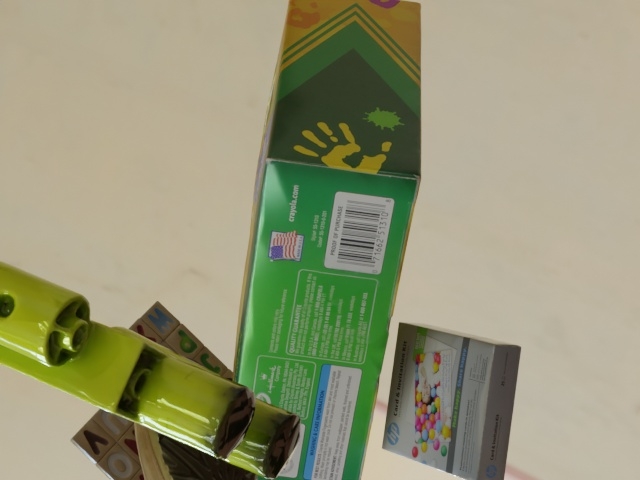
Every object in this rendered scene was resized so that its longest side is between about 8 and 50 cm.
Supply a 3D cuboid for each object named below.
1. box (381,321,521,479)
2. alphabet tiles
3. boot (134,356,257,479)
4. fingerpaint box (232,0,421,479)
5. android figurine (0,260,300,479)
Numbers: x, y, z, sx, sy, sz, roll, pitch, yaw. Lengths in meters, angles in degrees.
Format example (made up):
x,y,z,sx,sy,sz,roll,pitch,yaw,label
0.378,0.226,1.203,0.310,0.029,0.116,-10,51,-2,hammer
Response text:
x,y,z,sx,sy,sz,roll,pitch,yaw,label
0.136,0.169,1.721,0.038,0.186,0.145,7,-88,-28,box
-0.179,0.199,1.867,0.009,0.198,0.237,-44,3,42,alphabet tiles
-0.163,0.236,1.307,0.089,0.269,0.236,-17,-94,-50,boot
0.000,0.000,1.819,0.371,0.163,0.445,-85,3,-54,fingerpaint box
-0.148,0.063,0.959,0.056,0.273,0.248,-65,-24,-7,android figurine
